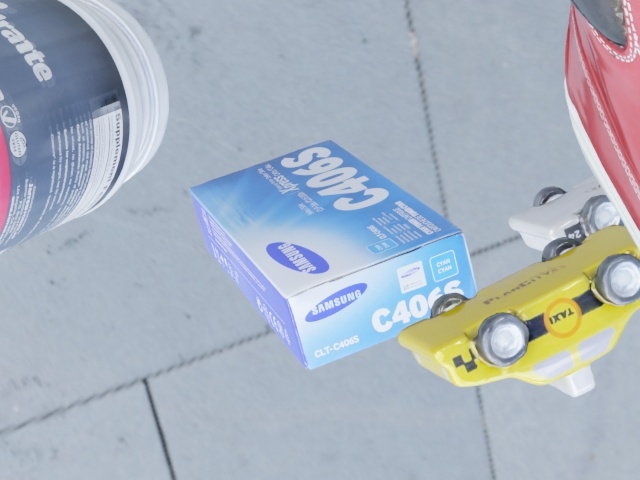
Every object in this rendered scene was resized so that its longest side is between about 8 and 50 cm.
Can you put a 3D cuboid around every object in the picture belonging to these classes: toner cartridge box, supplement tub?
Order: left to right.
[{"bbox_3d":[-0.254,-0.087,1.036,0.272,0.191,0.191,-35,127,-59],"label":"supplement tub"},{"bbox_3d":[0.000,0.000,1.296,0.165,0.348,0.075,-21,113,-12],"label":"toner cartridge box"}]

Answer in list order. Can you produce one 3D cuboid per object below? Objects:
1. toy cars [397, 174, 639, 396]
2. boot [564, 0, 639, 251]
[{"bbox_3d":[0.207,0.022,1.038,0.393,0.176,0.087,-39,111,-51],"label":"toy cars"},{"bbox_3d":[0.134,-0.011,0.386,0.088,0.244,0.176,-29,152,2],"label":"boot"}]
